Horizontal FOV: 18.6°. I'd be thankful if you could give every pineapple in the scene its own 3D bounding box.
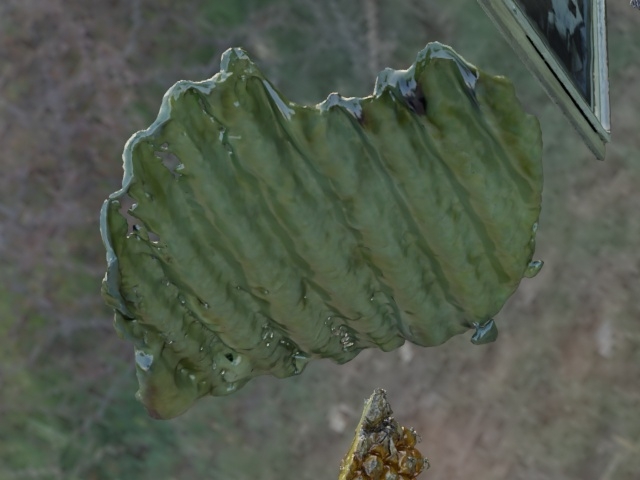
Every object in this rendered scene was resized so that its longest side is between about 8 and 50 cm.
[{"bbox_3d":[0.053,0.197,1.921,0.077,0.114,0.114,14,104,51],"label":"pineapple"}]

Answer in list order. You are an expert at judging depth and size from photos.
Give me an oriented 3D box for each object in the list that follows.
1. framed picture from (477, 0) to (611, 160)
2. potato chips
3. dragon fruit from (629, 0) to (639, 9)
[{"bbox_3d":[0.140,-0.230,1.279,0.019,0.232,0.296,-16,51,27],"label":"framed picture"},{"bbox_3d":[-0.001,0.007,1.641,0.389,0.373,0.097,90,168,-47],"label":"potato chips"},{"bbox_3d":[0.344,-0.178,1.427,0.246,0.125,0.125,2,91,26],"label":"dragon fruit"}]
